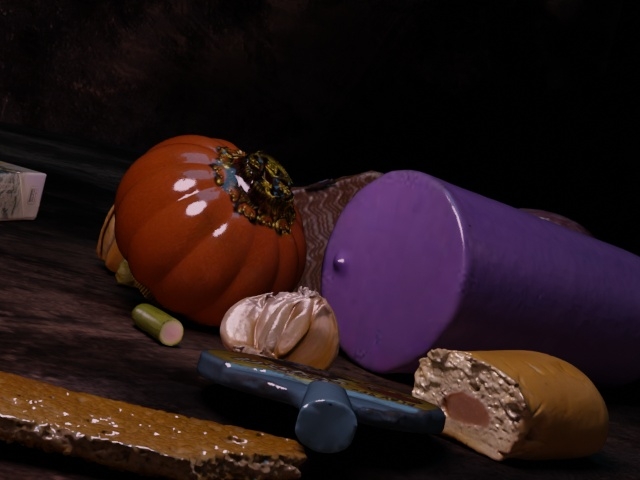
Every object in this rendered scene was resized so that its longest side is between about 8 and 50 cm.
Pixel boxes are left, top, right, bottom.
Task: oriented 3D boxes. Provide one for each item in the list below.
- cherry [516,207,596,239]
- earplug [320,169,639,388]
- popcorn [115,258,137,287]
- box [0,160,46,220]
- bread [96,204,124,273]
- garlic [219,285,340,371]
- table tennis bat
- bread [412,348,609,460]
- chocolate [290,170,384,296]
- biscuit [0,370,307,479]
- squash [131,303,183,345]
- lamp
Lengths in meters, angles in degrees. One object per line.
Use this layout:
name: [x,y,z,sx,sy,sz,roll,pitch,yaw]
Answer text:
cherry: [0.284,0.054,2.025,0.213,0.183,0.266,5,21,3]
earplug: [0.232,0.069,1.723,0.456,0.215,0.215,13,5,-41]
popcorn: [-0.190,0.031,1.732,0.083,0.059,0.068,3,9,-16]
box: [-0.493,-0.077,1.986,0.164,0.069,0.256,16,7,17]
bread: [-0.165,0.004,1.829,0.200,0.116,0.077,10,32,-33]
garlic: [-0.037,0.089,1.446,0.113,0.094,0.074,26,-23,-8]
table tennis bat: [0.001,0.130,1.250,0.215,0.044,0.329,15,0,-1]
bread: [0.178,0.145,1.383,0.134,0.085,0.173,19,9,40]
chocolate: [0.000,0.000,1.829,0.214,0.148,0.093,-11,5,-39]
biscuit: [-0.122,0.138,1.050,0.237,0.026,0.131,15,6,-8]
squash: [-0.162,0.080,1.491,0.027,0.027,0.083,10,6,-29]
lamp: [-0.116,-0.011,1.624,0.223,0.196,0.223,36,28,-22]
